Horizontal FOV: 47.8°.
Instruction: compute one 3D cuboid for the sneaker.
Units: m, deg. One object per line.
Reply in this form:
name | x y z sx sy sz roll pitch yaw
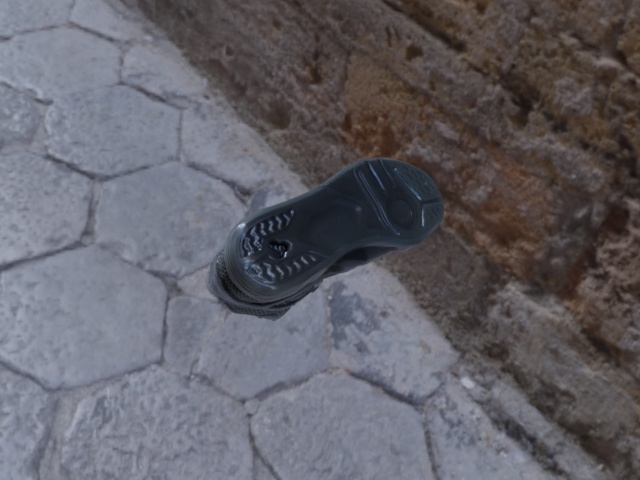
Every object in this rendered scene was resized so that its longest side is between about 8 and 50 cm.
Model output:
sneaker | 0.000 0.000 0.625 0.227 0.130 0.087 -26 86 -34
